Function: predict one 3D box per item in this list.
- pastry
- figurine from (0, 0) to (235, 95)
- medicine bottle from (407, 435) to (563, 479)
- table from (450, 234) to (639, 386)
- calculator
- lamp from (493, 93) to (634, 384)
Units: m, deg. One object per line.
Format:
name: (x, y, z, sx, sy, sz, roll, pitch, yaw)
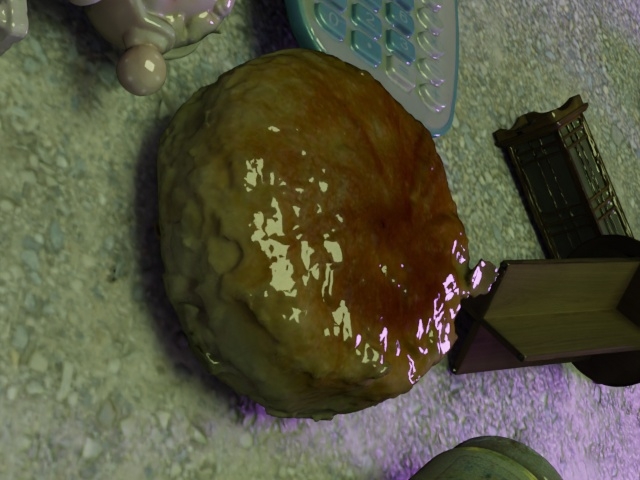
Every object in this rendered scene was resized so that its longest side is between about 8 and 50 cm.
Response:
pastry: (0.000, 0.000, 0.988, 0.330, 0.136, 0.329, 22, 60, -45)
figurine: (-0.157, -0.197, 0.895, 0.257, 0.144, 0.182, 3, 54, -46)
medicine bottle: (0.080, 0.286, 0.964, 0.322, 0.151, 0.151, -28, 98, -50)
table: (0.237, 0.076, 1.238, 0.227, 0.167, 0.167, 0, 76, -40)
calculator: (0.049, -0.271, 1.179, 0.256, 0.054, 0.386, 30, 46, -39)
lamp: (0.311, 0.002, 1.387, 0.090, 0.089, 0.325, -30, 99, -49)
